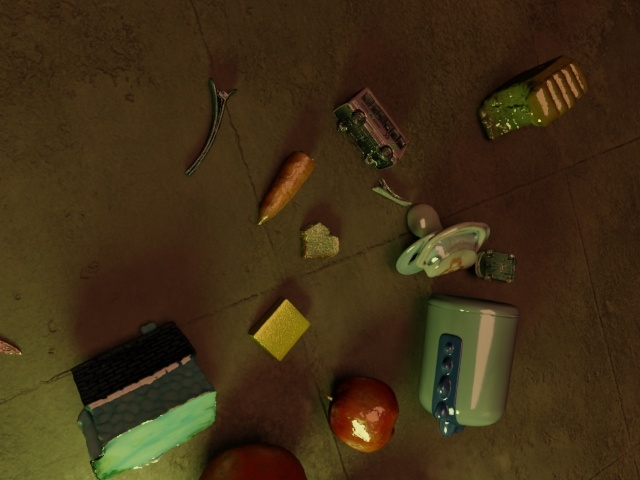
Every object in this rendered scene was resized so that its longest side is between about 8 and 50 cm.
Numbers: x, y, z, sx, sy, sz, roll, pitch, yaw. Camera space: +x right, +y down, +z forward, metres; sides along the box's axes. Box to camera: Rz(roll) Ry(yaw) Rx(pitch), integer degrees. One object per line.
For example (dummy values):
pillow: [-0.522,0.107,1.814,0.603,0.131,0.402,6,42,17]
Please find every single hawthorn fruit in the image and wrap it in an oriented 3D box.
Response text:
hawthorn fruit: [-0.147,0.573,1.218,0.275,0.275,0.299,28,44,-22]
hawthorn fruit: [0.090,0.418,1.375,0.200,0.179,0.179,22,82,-10]

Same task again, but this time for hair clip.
hair clip: [0.194,-0.126,1.484,0.115,0.030,0.039,29,78,-22]
hair clip: [-0.254,-0.251,1.274,0.070,0.039,0.229,18,85,-25]

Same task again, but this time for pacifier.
pacifier: [0.313,-0.018,1.483,0.279,0.227,0.207,-11,56,-24]

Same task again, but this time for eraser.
eraser: [-0.098,0.213,1.349,0.097,0.045,0.122,46,72,-19]

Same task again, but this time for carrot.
carrot: [-0.094,-0.120,1.336,0.072,0.072,0.205,39,79,-20]

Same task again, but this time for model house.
model house: [-0.385,0.318,1.166,0.261,0.226,0.241,-23,63,-26]

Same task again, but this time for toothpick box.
toothpick box: [0.373,0.327,1.458,0.263,0.263,0.354,8,89,-25]

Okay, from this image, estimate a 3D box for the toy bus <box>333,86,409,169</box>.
toy bus: [0.132,-0.282,1.419,0.108,0.096,0.199,-47,105,-21]

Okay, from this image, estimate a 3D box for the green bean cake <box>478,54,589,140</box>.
green bean cake: [0.581,-0.392,1.546,0.233,0.236,0.124,-38,103,-21]

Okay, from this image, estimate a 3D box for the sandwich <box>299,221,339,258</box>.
sandwich: [0.000,0.000,1.395,0.105,0.036,0.093,3,89,-25]

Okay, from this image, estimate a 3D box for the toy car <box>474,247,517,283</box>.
toy car: [0.501,0.073,1.614,0.186,0.058,0.093,9,87,-36]

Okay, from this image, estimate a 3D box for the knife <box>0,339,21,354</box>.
knife: [-0.712,0.186,1.086,0.247,0.018,0.035,20,80,-26]
